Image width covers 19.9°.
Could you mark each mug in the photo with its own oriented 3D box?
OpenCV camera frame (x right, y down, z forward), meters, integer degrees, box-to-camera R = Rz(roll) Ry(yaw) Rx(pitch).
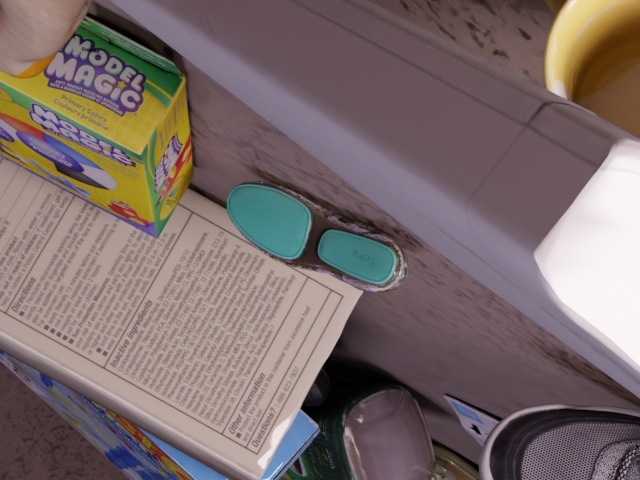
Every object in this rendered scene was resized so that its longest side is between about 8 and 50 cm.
[{"bbox_3d":[0.100,-0.055,0.562,0.062,0.078,0.064,-6,171,7],"label":"mug"}]

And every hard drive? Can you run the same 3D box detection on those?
[{"bbox_3d":[0.067,-0.006,0.604,0.233,0.047,0.353,37,-179,-30],"label":"hard drive"}]

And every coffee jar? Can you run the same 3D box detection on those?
[{"bbox_3d":[0.014,0.156,1.474,0.184,0.079,0.096,3,113,64],"label":"coffee jar"}]

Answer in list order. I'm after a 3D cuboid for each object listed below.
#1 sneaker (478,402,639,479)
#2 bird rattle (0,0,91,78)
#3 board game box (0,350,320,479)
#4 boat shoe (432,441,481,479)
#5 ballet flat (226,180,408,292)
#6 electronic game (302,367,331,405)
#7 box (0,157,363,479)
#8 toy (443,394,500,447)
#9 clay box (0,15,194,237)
[{"bbox_3d":[0.215,0.145,0.988,0.268,0.101,0.153,20,166,11],"label":"sneaker"},{"bbox_3d":[-0.172,-0.145,0.670,0.207,0.143,0.253,29,156,-2],"label":"bird rattle"},{"bbox_3d":[-0.159,0.091,1.384,0.308,0.086,0.302,42,165,3],"label":"board game box"},{"bbox_3d":[0.081,0.195,1.591,0.153,0.048,0.056,32,168,-12],"label":"boat shoe"},{"bbox_3d":[0.000,0.000,1.018,0.114,0.041,0.041,25,167,23],"label":"ballet flat"},{"bbox_3d":[-0.087,0.052,1.387,0.229,0.048,0.229,35,166,10],"label":"electronic game"},{"bbox_3d":[-0.144,0.022,1.180,0.311,0.148,0.121,31,168,-1],"label":"box"},{"bbox_3d":[0.196,0.203,1.350,0.237,0.056,0.137,23,165,26],"label":"toy"},{"bbox_3d":[-0.136,-0.073,0.986,0.127,0.053,0.222,28,168,4],"label":"clay box"}]
